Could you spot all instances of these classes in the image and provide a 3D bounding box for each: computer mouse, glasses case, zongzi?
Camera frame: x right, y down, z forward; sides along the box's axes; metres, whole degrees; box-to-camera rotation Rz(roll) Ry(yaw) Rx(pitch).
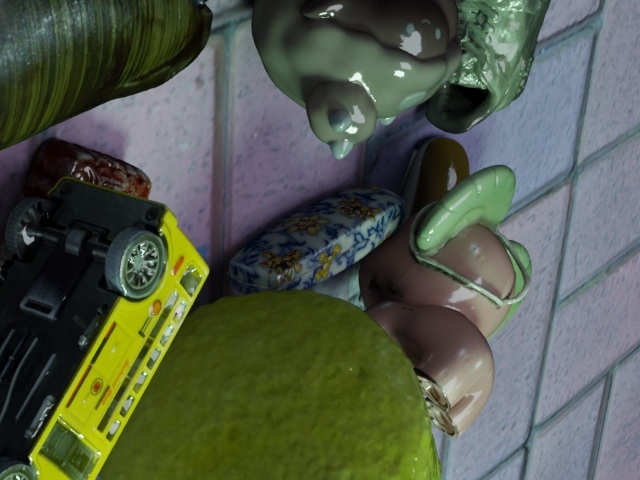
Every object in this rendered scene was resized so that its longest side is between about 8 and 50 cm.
[{"bbox_3d":[0.124,-0.010,2.065,0.126,0.056,0.245,2,110,-57],"label":"computer mouse"},{"bbox_3d":[0.000,0.000,1.856,0.248,0.087,0.065,-28,123,-42],"label":"glasses case"},{"bbox_3d":[-0.240,-0.281,1.214,0.403,0.208,0.432,-30,125,-49],"label":"zongzi"}]

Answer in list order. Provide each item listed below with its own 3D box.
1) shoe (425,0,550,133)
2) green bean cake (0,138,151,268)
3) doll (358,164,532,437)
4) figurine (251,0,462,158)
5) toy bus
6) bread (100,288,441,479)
[{"bbox_3d":[0.185,-0.245,1.915,0.149,0.109,0.293,-45,150,-37],"label":"shoe"},{"bbox_3d":[-0.226,-0.017,1.540,0.136,0.056,0.135,17,100,-59],"label":"green bean cake"},{"bbox_3d":[0.163,0.067,1.941,0.268,0.216,0.284,-44,146,-17],"label":"doll"},{"bbox_3d":[0.031,-0.280,1.602,0.248,0.203,0.380,-47,136,-65],"label":"figurine"},{"bbox_3d":[-0.234,0.116,1.409,0.330,0.144,0.152,-61,146,-19],"label":"toy bus"},{"bbox_3d":[-0.028,0.242,1.767,0.348,0.348,0.308,-58,154,-7],"label":"bread"}]
